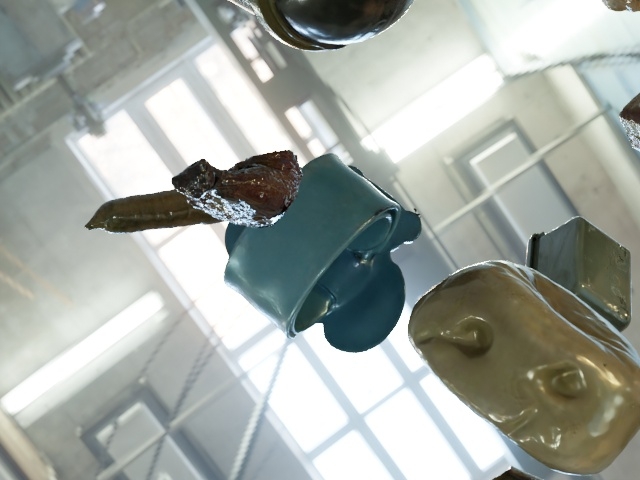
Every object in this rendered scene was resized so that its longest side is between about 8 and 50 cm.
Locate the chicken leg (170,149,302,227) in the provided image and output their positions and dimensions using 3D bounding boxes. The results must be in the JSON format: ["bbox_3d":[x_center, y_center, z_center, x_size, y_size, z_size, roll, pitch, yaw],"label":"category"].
[{"bbox_3d":[-0.039,-0.026,0.552,0.062,0.037,0.145,1,178,-5],"label":"chicken leg"}]

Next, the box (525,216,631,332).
[{"bbox_3d":[0.335,0.056,1.453,0.093,0.124,0.172,-41,-155,41],"label":"box"}]

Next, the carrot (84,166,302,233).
[{"bbox_3d":[-0.121,-0.050,1.408,0.342,0.070,0.070,-8,-176,-16],"label":"carrot"}]

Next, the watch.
[{"bbox_3d":[0.000,0.000,1.121,0.211,0.211,0.193,-36,166,-2],"label":"watch"}]

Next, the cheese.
[{"bbox_3d":[0.182,0.099,0.996,0.117,0.218,0.235,-54,-150,13],"label":"cheese"}]

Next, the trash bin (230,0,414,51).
[{"bbox_3d":[-0.026,-0.323,1.222,0.214,0.214,0.334,-40,-133,-23],"label":"trash bin"}]

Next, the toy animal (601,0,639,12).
[{"bbox_3d":[0.485,-0.372,1.653,0.104,0.184,0.185,-56,162,-5],"label":"toy animal"}]

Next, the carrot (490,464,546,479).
[{"bbox_3d":[0.313,0.376,1.605,0.082,0.173,0.082,-58,168,-19],"label":"carrot"}]

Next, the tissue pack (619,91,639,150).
[{"bbox_3d":[0.544,-0.172,1.532,0.183,0.092,0.226,-37,-150,-9],"label":"tissue pack"}]
